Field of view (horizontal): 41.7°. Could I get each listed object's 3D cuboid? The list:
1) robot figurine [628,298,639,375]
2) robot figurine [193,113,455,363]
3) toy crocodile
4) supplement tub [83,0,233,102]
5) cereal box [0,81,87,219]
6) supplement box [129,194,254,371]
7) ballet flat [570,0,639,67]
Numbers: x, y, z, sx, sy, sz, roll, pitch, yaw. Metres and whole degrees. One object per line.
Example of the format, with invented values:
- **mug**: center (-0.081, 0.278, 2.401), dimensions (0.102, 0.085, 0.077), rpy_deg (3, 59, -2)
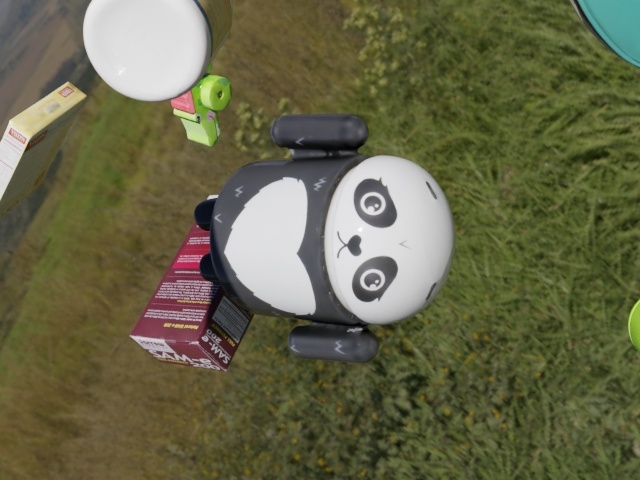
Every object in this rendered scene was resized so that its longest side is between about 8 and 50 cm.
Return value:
- **robot figurine**: center (0.298, 0.077, 0.704), dimensions (0.115, 0.067, 0.101), rpy_deg (-37, -38, -81)
- **robot figurine**: center (-0.001, -0.002, 0.856), dimensions (0.278, 0.209, 0.173), rpy_deg (2, 48, 36)
- **toy crocodile**: center (-0.239, -0.325, 1.527), dimensions (0.115, 0.340, 0.105), rpy_deg (25, 43, 30)
- **supplement tub**: center (-0.185, -0.264, 1.006), dimensions (0.144, 0.144, 0.199), rpy_deg (-38, 20, 24)
- **cereal box**: center (-0.494, -0.141, 1.413), dimensions (0.240, 0.047, 0.173), rpy_deg (-50, 6, 35)
- **supplement box**: center (-0.137, 0.050, 1.121), dimensions (0.130, 0.073, 0.239), rpy_deg (0, 52, 39)
- **ballet flat**: center (0.119, -0.178, 0.347), dimensions (0.086, 0.248, 0.086), rpy_deg (-20, 47, 24)
